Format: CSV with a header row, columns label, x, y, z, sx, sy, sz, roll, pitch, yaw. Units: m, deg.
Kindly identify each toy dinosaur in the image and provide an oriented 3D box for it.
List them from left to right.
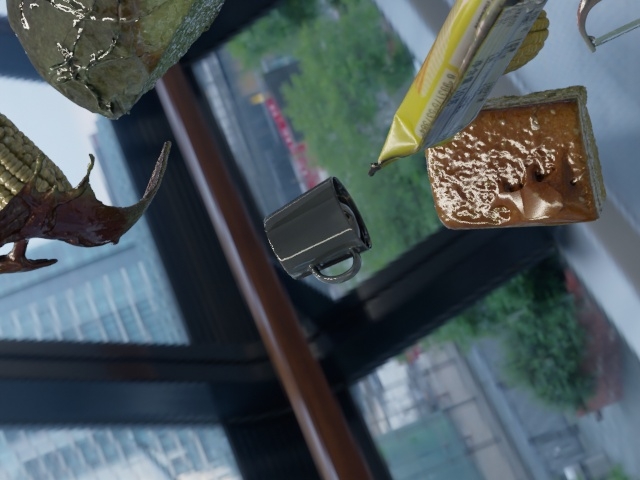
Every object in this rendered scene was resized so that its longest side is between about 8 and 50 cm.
label,x,y,z,sx,sy,sz,roll,pitch,yaw
toy dinosaur,-0.298,-0.051,1.244,0.206,0.327,0.112,101,146,-63

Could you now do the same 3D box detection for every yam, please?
label,x,y,z,sx,sy,sz,roll,pitch,yaw
yam,-0.156,-0.269,0.999,0.201,0.202,0.271,42,146,-8

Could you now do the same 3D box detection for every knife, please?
label,x,y,z,sx,sy,sz,roll,pitch,yaw
knife,0.330,-0.372,1.448,0.278,0.123,0.053,58,-161,-18

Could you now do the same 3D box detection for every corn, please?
label,x,y,z,sx,sy,sz,roll,pitch,yaw
corn,-0.371,-0.098,1.331,0.211,0.087,0.087,47,180,-12
corn,0.174,-0.196,1.184,0.165,0.085,0.063,-28,-88,-58

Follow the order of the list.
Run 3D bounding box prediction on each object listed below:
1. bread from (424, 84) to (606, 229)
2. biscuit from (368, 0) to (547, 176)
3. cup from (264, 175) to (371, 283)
label,x,y,z,sx,sy,sz,roll,pitch,yaw
bread,0.272,-0.111,1.676,0.110,0.234,0.184,-39,-60,-57
biscuit,0.070,-0.094,0.380,0.026,0.048,0.292,61,158,16
cup,0.000,0.000,1.103,0.078,0.077,0.100,46,-160,-53
